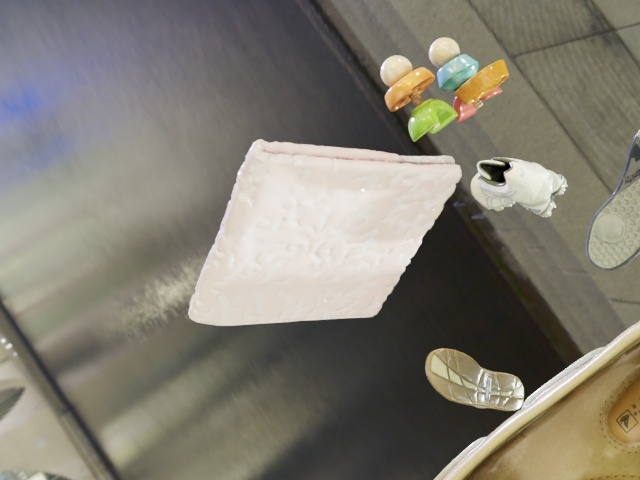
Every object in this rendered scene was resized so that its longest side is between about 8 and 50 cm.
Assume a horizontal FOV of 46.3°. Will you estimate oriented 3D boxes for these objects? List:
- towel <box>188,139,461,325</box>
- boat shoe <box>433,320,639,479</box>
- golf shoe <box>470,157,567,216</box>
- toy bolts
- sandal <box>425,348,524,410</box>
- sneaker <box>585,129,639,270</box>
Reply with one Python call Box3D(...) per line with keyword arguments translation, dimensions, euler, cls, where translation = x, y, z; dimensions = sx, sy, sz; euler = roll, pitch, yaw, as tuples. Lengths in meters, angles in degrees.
Box3D(translation=(0.000, 0.000, 1.053), dimensions=(0.332, 0.316, 0.053), euler=(-63, 38, 40), cls="towel")
Box3D(translation=(0.104, 0.142, 0.387), dimensions=(0.104, 0.285, 0.089), euler=(44, -169, 37), cls="boat shoe")
Box3D(translation=(0.222, -0.080, 0.919), dimensions=(0.086, 0.069, 0.176), euler=(29, 176, -18), cls="golf shoe")
Box3D(translation=(0.241, -0.316, 1.389), dimensions=(0.218, 0.228, 0.159), euler=(-37, 84, 39), cls="toy bolts")
Box3D(translation=(0.226, 0.215, 1.123), dimensions=(0.180, 0.072, 0.049), euler=(21, 161, -24), cls="sandal")
Box3D(translation=(0.480, -0.066, 1.100), dimensions=(0.086, 0.163, 0.226), euler=(32, 117, 27), cls="sneaker")
